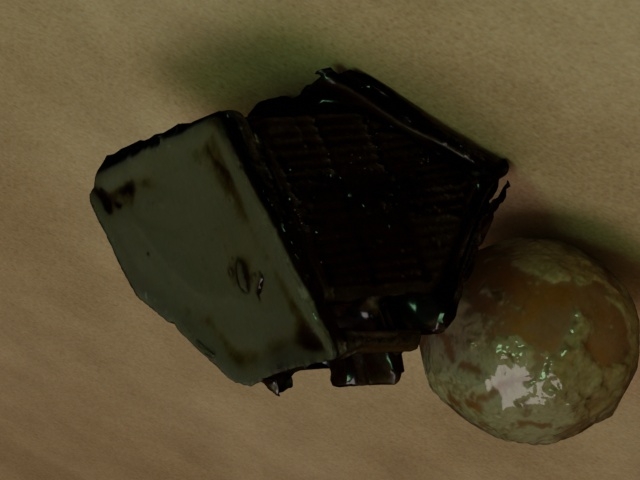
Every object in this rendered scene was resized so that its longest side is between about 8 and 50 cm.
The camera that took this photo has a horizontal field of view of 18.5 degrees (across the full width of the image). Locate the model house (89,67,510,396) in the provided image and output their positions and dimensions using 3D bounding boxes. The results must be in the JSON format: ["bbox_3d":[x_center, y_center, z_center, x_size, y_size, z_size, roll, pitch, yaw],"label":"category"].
[{"bbox_3d":[0.000,0.000,1.833,0.282,0.297,0.317,-13,174,-38],"label":"model house"}]

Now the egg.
[{"bbox_3d":[0.198,0.095,1.892,0.203,0.203,0.245,40,162,-31],"label":"egg"}]
